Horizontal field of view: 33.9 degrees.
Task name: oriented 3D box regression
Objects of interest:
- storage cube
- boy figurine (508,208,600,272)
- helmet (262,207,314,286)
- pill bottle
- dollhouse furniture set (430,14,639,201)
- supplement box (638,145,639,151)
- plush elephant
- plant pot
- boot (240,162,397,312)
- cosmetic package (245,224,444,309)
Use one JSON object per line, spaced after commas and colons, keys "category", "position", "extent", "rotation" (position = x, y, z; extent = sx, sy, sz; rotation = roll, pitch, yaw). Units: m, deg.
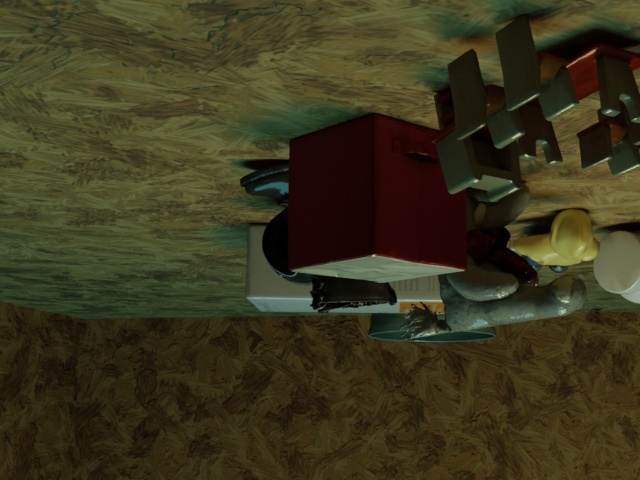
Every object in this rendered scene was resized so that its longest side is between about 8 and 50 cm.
{"category": "storage cube", "position": [0.079, -0.050, 1.483], "extent": [0.183, 0.193, 0.215], "rotation": [9, 166, -39]}
{"category": "boy figurine", "position": [0.460, 0.007, 2.051], "extent": [0.177, 0.092, 0.285], "rotation": [1, 169, 2]}
{"category": "helmet", "position": [-0.014, 0.005, 1.888], "extent": [0.169, 0.169, 0.161], "rotation": [7, 152, -29]}
{"category": "pill bottle", "position": [0.689, 0.058, 2.136], "extent": [0.264, 0.153, 0.153], "rotation": [9, 167, -36]}
{"category": "dollhouse furniture set", "position": [0.244, -0.154, 1.187], "extent": [0.262, 0.135, 0.259], "rotation": [8, 156, -35]}
{"category": "supplement box", "position": [0.446, -0.140, 1.329], "extent": [0.083, 0.056, 0.083], "rotation": [1, 169, -1]}
{"category": "plush elephant", "position": [0.273, 0.016, 1.761], "extent": [0.330, 0.255, 0.272], "rotation": [-12, 175, 22]}
{"category": "plant pot", "position": [0.257, 0.127, 2.437], "extent": [0.293, 0.196, 0.293], "rotation": [0, 170, 0]}
{"category": "boot", "position": [0.000, 0.000, 1.661], "extent": [0.263, 0.229, 0.091], "rotation": [4, 169, -17]}
{"category": "cosmetic package", "position": [0.083, 0.063, 2.199], "extent": [0.453, 0.161, 0.230], "rotation": [1, 170, 5]}
